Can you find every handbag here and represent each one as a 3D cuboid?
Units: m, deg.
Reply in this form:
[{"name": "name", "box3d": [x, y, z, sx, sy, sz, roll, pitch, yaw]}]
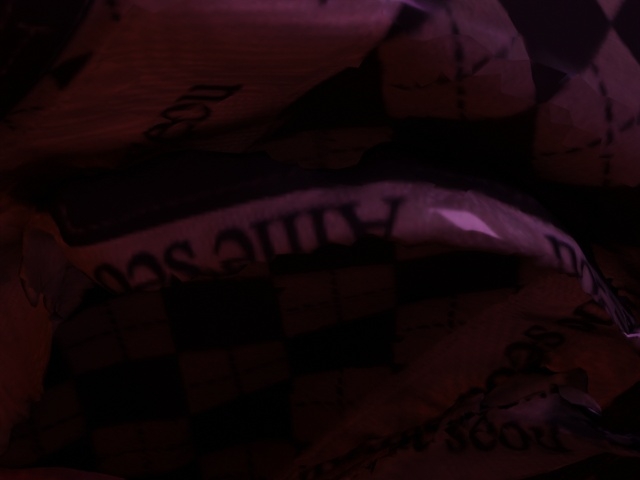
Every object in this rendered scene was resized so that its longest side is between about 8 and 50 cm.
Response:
[{"name": "handbag", "box3d": [-0.022, 0.001, 0.525, 0.416, 0.317, 0.180, 16, 46, -28]}]
